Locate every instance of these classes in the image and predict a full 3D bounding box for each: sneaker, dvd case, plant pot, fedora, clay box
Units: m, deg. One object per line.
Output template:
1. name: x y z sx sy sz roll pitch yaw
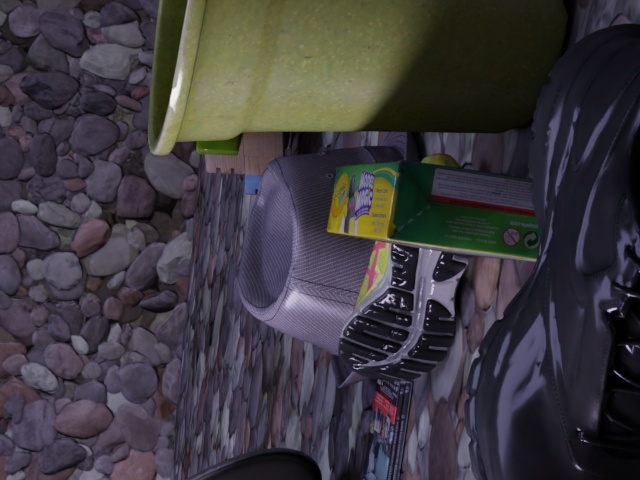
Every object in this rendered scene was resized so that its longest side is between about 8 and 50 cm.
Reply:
1. sneaker: 0.073 0.022 1.281 0.094 0.081 0.208 -84 14 -51
2. dvd case: 0.055 0.171 1.419 0.087 0.013 0.119 -158 77 -79
3. sneaker: 0.144 0.037 0.789 0.130 0.109 0.286 -168 83 -74
4. plant pot: 0.027 -0.177 1.140 0.276 0.254 0.276 -172 90 -79
5. fedora: 0.000 0.000 1.498 0.275 0.124 0.243 -99 25 -58
6. clay box: 0.082 -0.019 1.081 0.222 0.127 0.053 -166 84 -79

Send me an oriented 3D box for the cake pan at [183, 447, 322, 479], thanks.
1. cake pan: -0.105 0.316 1.567 0.054 0.293 0.293 48 140 31

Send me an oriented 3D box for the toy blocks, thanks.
1. toy blocks: -0.086 -0.213 2.105 0.261 0.191 0.381 92 -179 -63
